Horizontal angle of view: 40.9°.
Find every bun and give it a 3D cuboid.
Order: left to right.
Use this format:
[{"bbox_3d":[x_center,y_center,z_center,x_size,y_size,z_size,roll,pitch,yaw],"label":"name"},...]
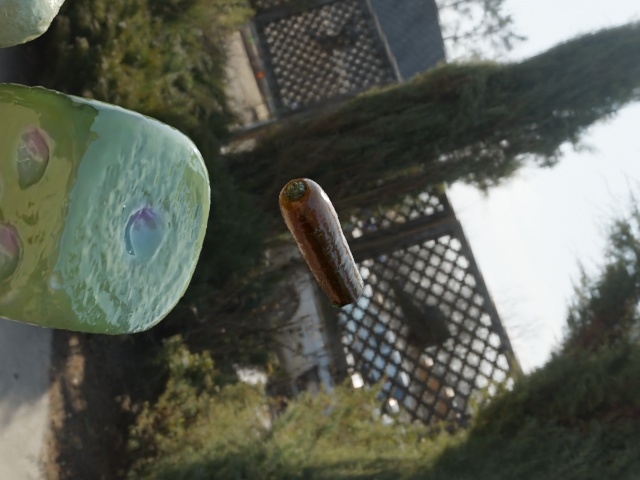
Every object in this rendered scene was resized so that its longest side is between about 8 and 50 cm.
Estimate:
[{"bbox_3d":[-0.329,-0.273,0.881,0.188,0.164,0.111,49,-4,35],"label":"bun"}]

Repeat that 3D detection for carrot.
[{"bbox_3d":[0.000,0.000,1.136,0.067,0.067,0.225,-103,172,-45],"label":"carrot"}]

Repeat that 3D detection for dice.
[{"bbox_3d":[-0.297,-0.036,1.008,0.252,0.250,0.254,16,90,-62],"label":"dice"}]
